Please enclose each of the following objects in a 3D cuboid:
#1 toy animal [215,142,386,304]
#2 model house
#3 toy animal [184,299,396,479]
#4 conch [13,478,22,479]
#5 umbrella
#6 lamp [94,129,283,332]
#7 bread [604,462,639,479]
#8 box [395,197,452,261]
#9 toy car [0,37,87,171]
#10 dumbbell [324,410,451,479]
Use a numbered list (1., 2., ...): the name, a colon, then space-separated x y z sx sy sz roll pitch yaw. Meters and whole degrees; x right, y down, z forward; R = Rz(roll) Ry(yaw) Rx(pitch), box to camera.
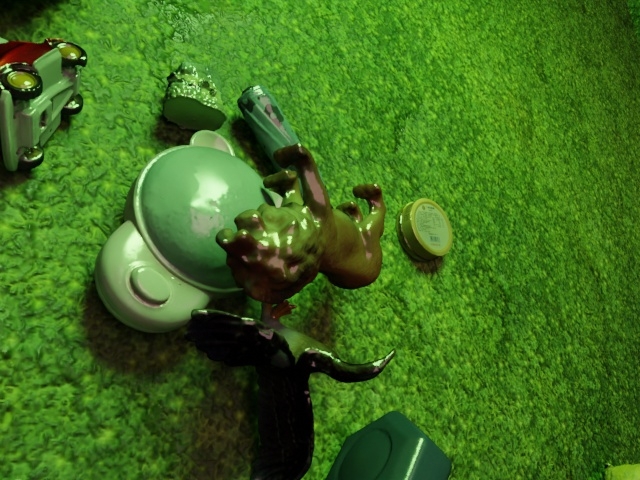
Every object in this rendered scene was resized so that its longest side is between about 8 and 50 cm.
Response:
1. toy animal: 0.000 0.000 0.557 0.312 0.097 0.158 19 68 -55
2. model house: -0.158 -0.189 0.625 0.078 0.066 0.084 13 63 -35
3. toy animal: -0.030 0.112 0.519 0.197 0.273 0.160 -22 45 -8
4. conch: -0.279 0.259 0.358 0.104 0.094 0.176 39 80 -34
5. umbrella: -0.034 -0.099 0.694 0.251 0.052 0.053 58 14 -13
6. lamp: -0.133 -0.011 0.546 0.179 0.108 0.246 43 52 -11
7. bread: 0.602 0.486 0.871 0.197 0.197 0.171 29 50 -25
8. box: 0.175 -0.018 0.834 0.105 0.037 0.106 15 64 -33
9. toy car: -0.305 -0.152 0.482 0.112 0.112 0.139 24 47 -10
10. dumbbell: 0.150 0.360 0.592 0.325 0.144 0.160 48 49 -11
